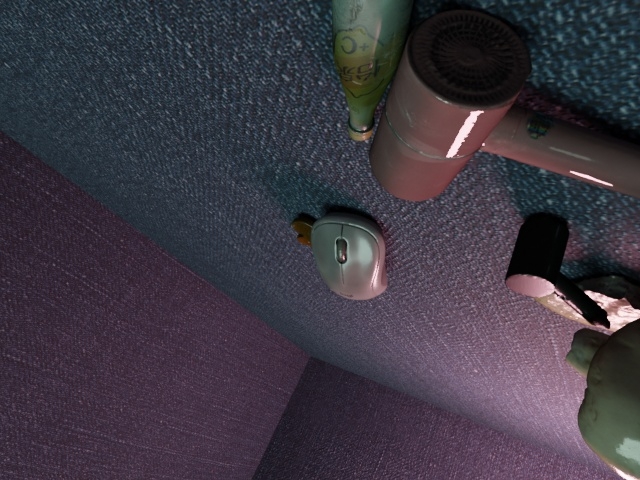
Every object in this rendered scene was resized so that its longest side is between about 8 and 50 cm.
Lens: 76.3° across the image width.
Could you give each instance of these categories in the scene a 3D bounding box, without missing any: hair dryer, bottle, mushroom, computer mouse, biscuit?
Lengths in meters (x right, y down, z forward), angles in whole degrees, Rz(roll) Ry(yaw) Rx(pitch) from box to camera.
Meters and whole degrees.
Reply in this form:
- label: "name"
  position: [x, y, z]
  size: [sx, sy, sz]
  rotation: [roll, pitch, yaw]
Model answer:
- label: "hair dryer"
  position: [0.406, 0.068, 0.657]
  size: [0.248, 0.114, 0.070]
  rotation: [32, 160, -19]
- label: "bottle"
  position: [0.054, -0.212, 0.485]
  size: [0.083, 0.083, 0.270]
  rotation: [24, 160, 10]
- label: "mushroom"
  position: [0.481, 0.216, 0.600]
  size: [0.234, 0.259, 0.254]
  rotation: [-139, 40, -65]
- label: "computer mouse"
  position: [0.069, 0.058, 0.987]
  size: [0.184, 0.121, 0.297]
  rotation: [14, 152, 18]
- label: "hair dryer"
  position: [0.241, -0.103, 0.482]
  size: [0.352, 0.126, 0.210]
  rotation: [20, 159, 2]
- label: "biscuit"
  position: [0.512, 0.118, 0.735]
  size: [0.265, 0.040, 0.188]
  rotation: [16, 157, 29]
- label: "biscuit"
  position: [0.000, -0.001, 1.089]
  size: [0.138, 0.031, 0.205]
  rotation: [-1, 146, 43]
